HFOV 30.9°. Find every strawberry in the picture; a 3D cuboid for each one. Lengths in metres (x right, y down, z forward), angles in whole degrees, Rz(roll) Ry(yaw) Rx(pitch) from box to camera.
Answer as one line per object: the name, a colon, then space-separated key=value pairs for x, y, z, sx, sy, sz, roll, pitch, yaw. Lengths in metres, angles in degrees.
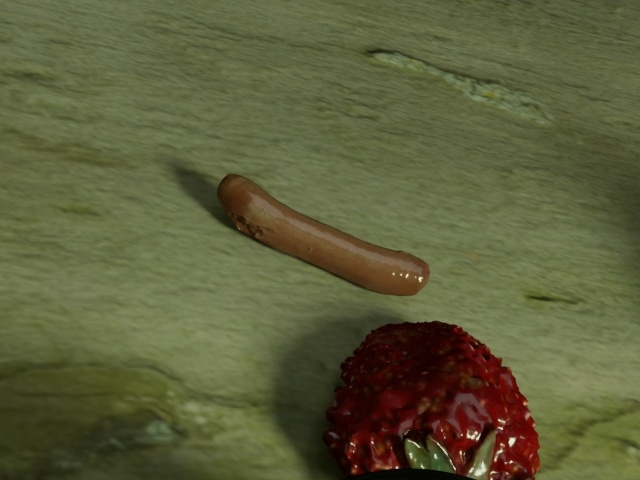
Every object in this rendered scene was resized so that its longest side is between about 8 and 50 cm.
strawberry: x=0.078 y=0.104 z=0.817 sx=0.167 sy=0.087 sz=0.208 roll=10 pitch=36 yaw=-20

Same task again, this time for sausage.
sausage: x=0.000 y=0.000 z=0.938 sx=0.186 sy=0.043 sz=0.043 roll=24 pitch=34 yaw=-4

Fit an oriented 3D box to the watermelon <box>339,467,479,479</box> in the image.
watermelon: x=0.049 y=0.215 z=0.549 sx=0.212 sy=0.212 sz=0.212 roll=18 pitch=35 yaw=-13
